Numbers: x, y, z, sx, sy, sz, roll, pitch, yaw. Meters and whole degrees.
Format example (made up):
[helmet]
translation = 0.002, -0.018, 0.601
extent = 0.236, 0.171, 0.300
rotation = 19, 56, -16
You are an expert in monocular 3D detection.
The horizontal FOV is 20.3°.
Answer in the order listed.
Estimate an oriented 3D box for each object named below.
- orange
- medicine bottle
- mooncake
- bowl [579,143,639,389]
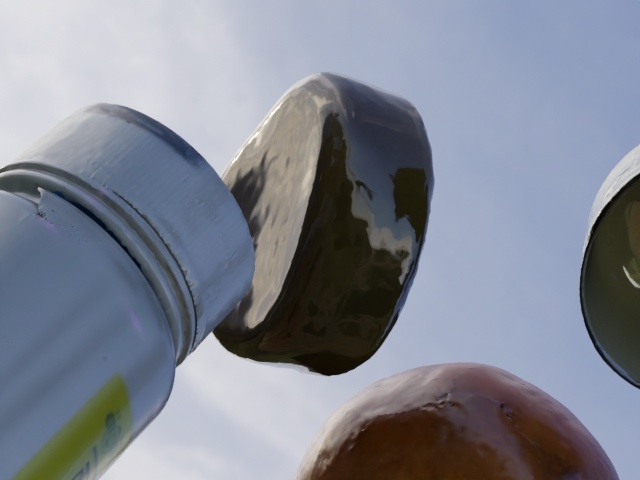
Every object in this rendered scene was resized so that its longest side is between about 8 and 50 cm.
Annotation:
[orange]
translation = 0.110, 0.242, 1.482
extent = 0.284, 0.284, 0.226
rotation = 36, -3, 12
[medicine bottle]
translation = -0.151, 0.058, 0.771
extent = 0.143, 0.258, 0.143
rotation = 25, -40, 22
[mooncake]
translation = 0.000, 0.000, 1.376
extent = 0.117, 0.235, 0.235
rotation = 18, -26, -29
[bowl]
translation = 0.312, 0.000, 1.410
extent = 0.237, 0.126, 0.238
rotation = -1, -61, -2
